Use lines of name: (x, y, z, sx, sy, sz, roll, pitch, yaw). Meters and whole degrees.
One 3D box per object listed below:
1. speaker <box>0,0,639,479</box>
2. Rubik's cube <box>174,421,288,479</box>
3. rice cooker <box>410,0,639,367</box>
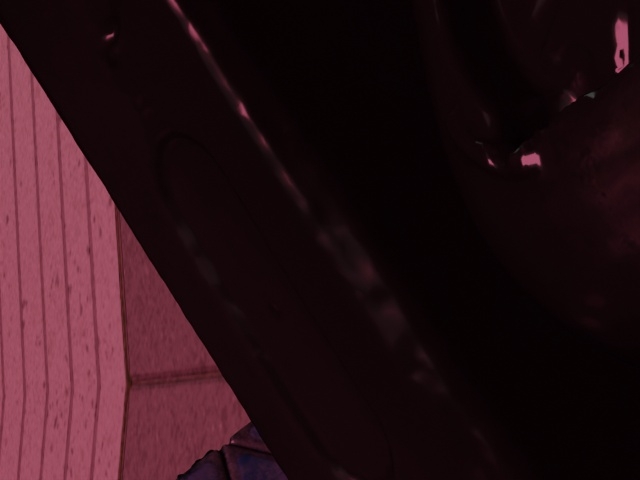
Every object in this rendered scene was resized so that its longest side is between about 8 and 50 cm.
speaker: (0.000, 0.000, 0.632, 0.388, 0.184, 0.180, 55, 148, 4)
Rubik's cube: (0.061, 0.119, 0.829, 0.178, 0.211, 0.190, 21, 82, 42)
rice cooker: (0.150, -0.089, 0.448, 0.267, 0.224, 0.267, -175, 90, -65)
